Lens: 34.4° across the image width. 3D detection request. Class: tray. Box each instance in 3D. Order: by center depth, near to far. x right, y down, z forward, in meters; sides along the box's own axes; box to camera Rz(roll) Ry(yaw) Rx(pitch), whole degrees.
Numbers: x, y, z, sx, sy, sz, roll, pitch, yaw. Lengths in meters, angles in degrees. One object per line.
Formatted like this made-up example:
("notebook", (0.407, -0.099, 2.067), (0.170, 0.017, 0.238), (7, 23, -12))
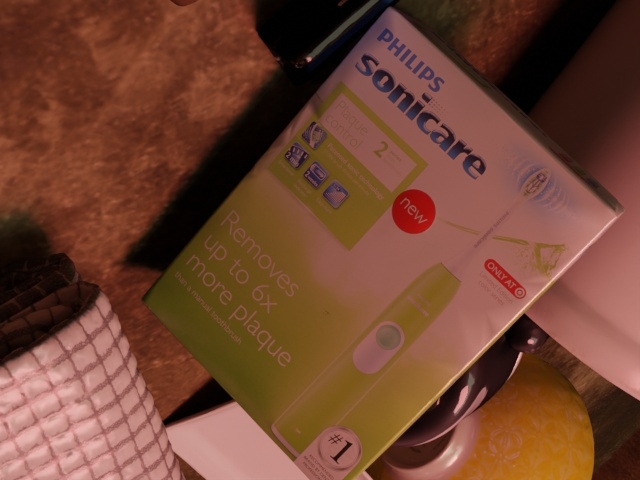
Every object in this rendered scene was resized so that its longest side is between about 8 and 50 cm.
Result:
("tray", (-0.038, 0.232, 1.071), (0.145, 0.030, 0.270), (-23, 132, 16))

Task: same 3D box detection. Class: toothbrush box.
("toothbrush box", (0.044, 0.010, 0.754), (0.283, 0.206, 0.122), (-47, 169, 15))

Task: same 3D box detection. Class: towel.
("towel", (-0.243, 0.167, 0.680), (0.284, 0.121, 0.235), (-29, 128, -22))

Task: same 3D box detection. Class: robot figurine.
("robot figurine", (0.089, 0.087, 0.958), (0.173, 0.209, 0.278), (-62, 160, 18))

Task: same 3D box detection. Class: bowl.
("bowl", (0.151, 0.235, 1.199), (0.289, 0.289, 0.156), (-46, 133, 9))

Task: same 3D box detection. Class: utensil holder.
("utensil holder", (0.361, -0.082, 0.921), (0.328, 0.327, 0.385), (6, 126, -54))

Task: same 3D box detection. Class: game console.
("game console", (0.028, -0.149, 0.685), (0.122, 0.107, 0.071), (-42, 124, 1))

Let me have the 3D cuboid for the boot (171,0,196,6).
("boot", (-0.023, -0.251, 0.479), (0.115, 0.112, 0.305), (22, 123, -26))
